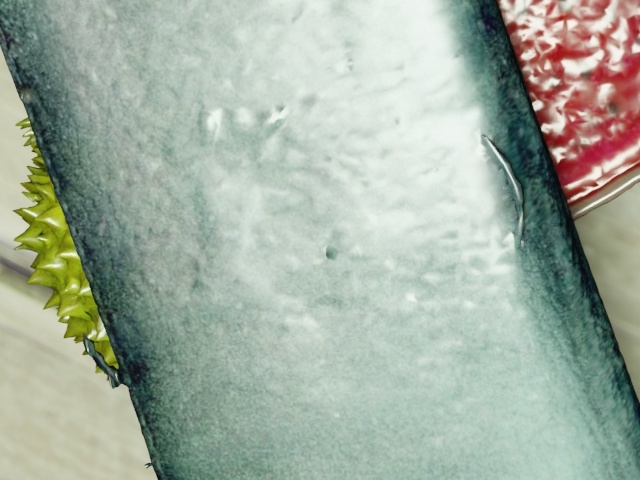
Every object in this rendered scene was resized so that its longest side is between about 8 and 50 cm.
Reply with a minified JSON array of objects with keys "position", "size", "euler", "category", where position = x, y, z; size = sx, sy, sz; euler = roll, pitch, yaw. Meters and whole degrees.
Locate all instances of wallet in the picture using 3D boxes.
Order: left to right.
[{"position":[0.000,0.000,0.676],"size":[0.191,0.046,0.379],"euler":[-18,99,13],"category":"wallet"}]

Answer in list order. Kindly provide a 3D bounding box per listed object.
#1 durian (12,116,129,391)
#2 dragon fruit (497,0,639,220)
[{"position":[-0.049,-0.022,0.775],"size":[0.159,0.146,0.198],"euler":[-14,98,22],"category":"durian"},{"position":[0.105,-0.129,0.712],"size":[0.161,0.126,0.274],"euler":[-4,104,14],"category":"dragon fruit"}]
